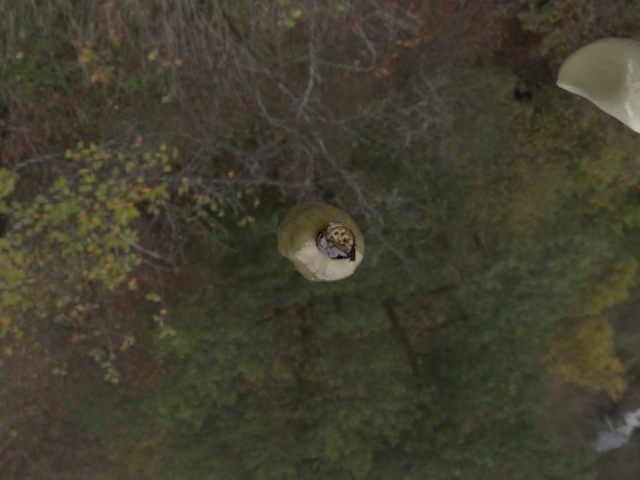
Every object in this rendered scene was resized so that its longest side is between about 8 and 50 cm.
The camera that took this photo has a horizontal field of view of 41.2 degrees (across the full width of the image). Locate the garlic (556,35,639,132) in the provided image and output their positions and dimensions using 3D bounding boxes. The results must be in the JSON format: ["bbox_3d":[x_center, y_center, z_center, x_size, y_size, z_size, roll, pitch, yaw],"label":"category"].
[{"bbox_3d":[0.200,-0.109,0.574,0.041,0.083,0.053,17,107,-43],"label":"garlic"}]

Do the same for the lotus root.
[{"bbox_3d":[0.000,0.000,0.714,0.062,0.073,0.150,-44,-171,-10],"label":"lotus root"}]
